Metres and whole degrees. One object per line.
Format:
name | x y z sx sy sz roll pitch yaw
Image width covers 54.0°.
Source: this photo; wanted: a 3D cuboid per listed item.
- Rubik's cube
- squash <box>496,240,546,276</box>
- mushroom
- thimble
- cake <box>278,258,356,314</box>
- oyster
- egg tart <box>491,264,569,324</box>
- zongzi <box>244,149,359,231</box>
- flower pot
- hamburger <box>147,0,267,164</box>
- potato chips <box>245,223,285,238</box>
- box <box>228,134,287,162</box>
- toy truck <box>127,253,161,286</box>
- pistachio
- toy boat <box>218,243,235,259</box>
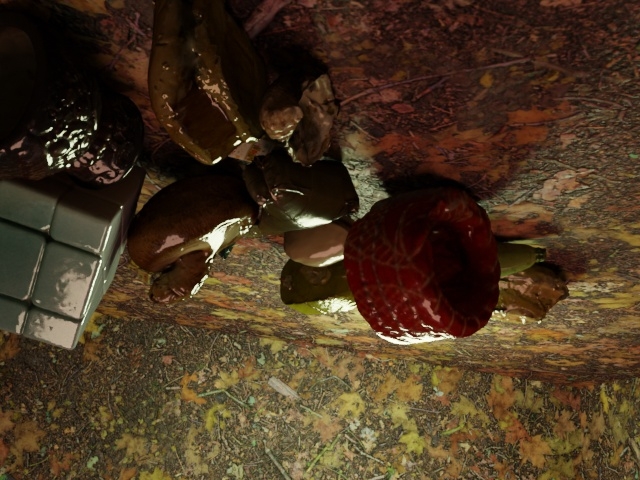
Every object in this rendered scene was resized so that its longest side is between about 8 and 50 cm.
Rubik's cube | -0.581 -0.020 1.302 0.315 0.322 0.319 19 -158 -10
squash | 0.408 0.059 1.678 0.370 0.118 0.118 -5 157 28
mushroom | -0.293 -0.036 1.457 0.345 0.345 0.239 -16 120 47
thimble | 0.240 0.057 1.434 0.230 0.350 0.350 -10 154 43
cake | 0.006 0.120 1.894 0.260 0.179 0.156 -11 154 34
oyster | -0.038 -0.199 1.076 0.094 0.166 0.294 16 164 12
egg tart | 0.572 0.171 1.890 0.351 0.150 0.352 9 162 3
zongzi | -0.108 -0.078 1.310 0.300 0.145 0.273 -23 163 34
flower pot | -0.459 -0.209 1.073 0.266 0.267 0.267 -2 168 24
hamburger | -0.172 -0.232 0.961 0.132 0.211 0.309 -3 157 13
potato chips | -0.170 -0.032 1.766 0.209 0.026 0.142 -8 158 40
box | -0.161 -0.201 1.289 0.220 0.032 0.122 12 161 -15
toy truck | -0.546 0.066 2.027 0.157 0.124 0.272 22 161 -10
pistachio | 0.000 0.000 1.652 0.223 0.126 0.152 -5 121 28
toy boat | -0.240 -0.013 1.668 0.060 0.141 0.055 12 161 11
